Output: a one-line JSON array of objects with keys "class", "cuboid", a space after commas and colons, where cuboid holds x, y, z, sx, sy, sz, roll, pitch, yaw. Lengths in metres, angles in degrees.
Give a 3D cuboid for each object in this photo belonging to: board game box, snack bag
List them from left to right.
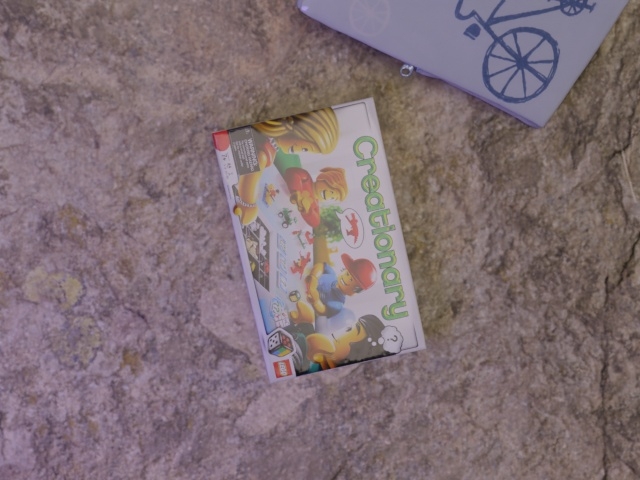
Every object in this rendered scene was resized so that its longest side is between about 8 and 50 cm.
[{"class": "board game box", "cuboid": [0.000, 0.000, 0.958, 0.193, 0.053, 0.305, -13, 95, 0]}, {"class": "snack bag", "cuboid": [0.178, -0.311, 0.854, 0.342, 0.037, 0.323, 21, 122, -12]}]
